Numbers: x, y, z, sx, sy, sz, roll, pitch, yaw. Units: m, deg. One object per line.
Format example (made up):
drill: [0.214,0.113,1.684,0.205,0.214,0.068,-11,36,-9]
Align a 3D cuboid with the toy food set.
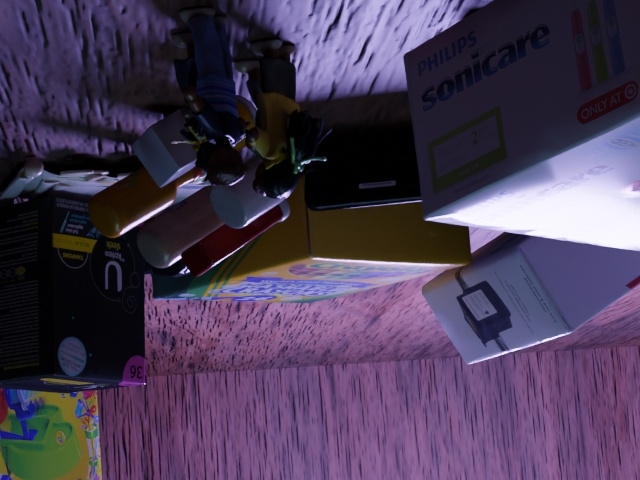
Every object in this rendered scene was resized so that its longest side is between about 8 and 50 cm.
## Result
toy food set: [-0.080,-0.049,1.296,0.104,0.111,0.232,-35,179,-36]

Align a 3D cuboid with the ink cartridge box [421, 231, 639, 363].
ink cartridge box: [0.230,0.027,1.650,0.172,0.100,0.237,-32,-179,-22]

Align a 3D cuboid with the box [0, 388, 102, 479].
box: [-0.358,0.118,1.561,0.177,0.290,0.279,-9,170,23]

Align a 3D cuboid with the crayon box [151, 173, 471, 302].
crayon box: [0.000,0.000,1.638,0.203,0.083,0.323,3,167,-37]

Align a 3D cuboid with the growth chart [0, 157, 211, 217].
growth chart: [-0.173,-0.045,1.487,0.237,0.021,0.172,1,168,-29]

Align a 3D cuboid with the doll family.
doll family: [-0.050,-0.078,1.080,0.076,0.111,0.193,-10,168,32]

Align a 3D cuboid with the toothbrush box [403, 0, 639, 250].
toothbrush box: [0.228,-0.082,1.053,0.283,0.122,0.206,9,157,-37]

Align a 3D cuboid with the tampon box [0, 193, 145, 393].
tampon box: [-0.233,0.052,1.492,0.101,0.161,0.120,-10,168,35]

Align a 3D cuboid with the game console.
game console: [0.052,-0.055,1.391,0.122,0.107,0.071,-6,142,8]

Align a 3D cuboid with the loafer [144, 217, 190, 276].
loafer: [-0.156,0.005,1.603,0.061,0.062,0.170,-6,-166,-38]
